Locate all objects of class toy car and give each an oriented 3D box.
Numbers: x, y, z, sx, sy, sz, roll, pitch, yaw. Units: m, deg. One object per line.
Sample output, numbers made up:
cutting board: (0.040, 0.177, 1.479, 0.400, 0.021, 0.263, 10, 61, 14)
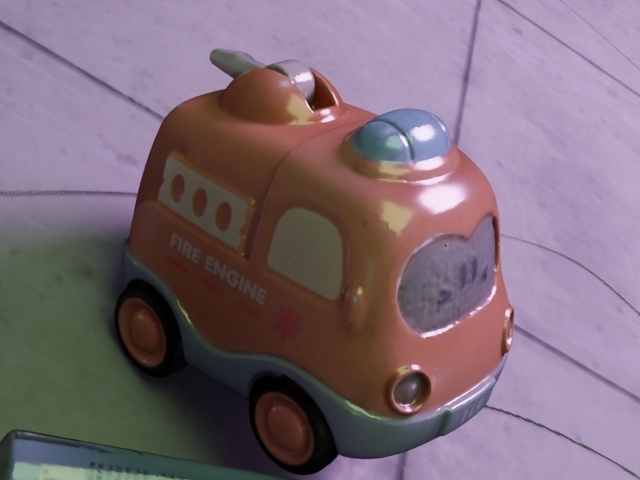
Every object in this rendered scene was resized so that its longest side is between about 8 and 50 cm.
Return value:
toy car: (0.000, 0.000, 0.670, 0.270, 0.212, 0.180, 29, 33, 31)

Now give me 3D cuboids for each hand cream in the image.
hand cream: (-0.086, 0.164, 0.613, 0.271, 0.091, 0.058, 17, 16, -22)
